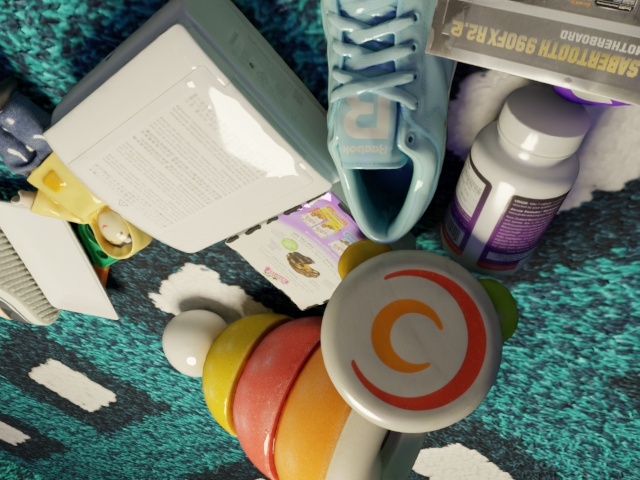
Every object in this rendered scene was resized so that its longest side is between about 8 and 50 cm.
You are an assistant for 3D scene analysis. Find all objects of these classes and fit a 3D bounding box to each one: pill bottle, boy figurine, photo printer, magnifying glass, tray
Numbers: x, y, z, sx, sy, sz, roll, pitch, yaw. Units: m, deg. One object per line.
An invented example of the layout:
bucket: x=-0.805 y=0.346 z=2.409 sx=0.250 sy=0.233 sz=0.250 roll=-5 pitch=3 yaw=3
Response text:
pill bottle: x=0.202 y=-0.059 z=0.619 sx=0.108 sy=0.108 sz=0.193 roll=15 pitch=140 yaw=5
boy figurine: x=-0.354 y=-0.081 z=0.814 sx=0.177 sy=0.092 sz=0.285 roll=-28 pitch=120 yaw=23
photo printer: x=-0.157 y=-0.113 z=0.692 sx=0.308 sy=0.107 sz=0.256 roll=-23 pitch=126 yaw=36
magnifying glass: x=-0.367 y=0.024 z=0.994 sx=0.092 sy=0.026 sz=0.231 roll=25 pitch=137 yaw=-8
tray: x=-0.438 y=0.031 z=0.989 sx=0.145 sy=0.030 sz=0.270 roll=7 pitch=136 yaw=14

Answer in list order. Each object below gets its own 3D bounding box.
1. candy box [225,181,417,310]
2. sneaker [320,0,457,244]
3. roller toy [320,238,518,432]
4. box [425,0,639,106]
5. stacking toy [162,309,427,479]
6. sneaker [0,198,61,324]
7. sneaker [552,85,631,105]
candy box: x=0.000 y=0.000 z=0.790 sx=0.196 sy=0.070 sz=0.165 roll=-23 pitch=125 yaw=37
sneaker: x=0.064 y=-0.144 z=0.546 sx=0.135 sy=0.150 sz=0.365 roll=0 pitch=136 yaw=19
roller toy: x=0.096 y=0.111 z=0.671 sx=0.209 sy=0.191 sz=0.146 roll=23 pitch=174 yaw=6
box: x=0.206 y=-0.197 z=0.408 sx=0.231 sy=0.056 sz=0.183 roll=23 pitch=120 yaw=24
stacking toy: x=-0.071 y=0.223 z=0.948 sx=0.480 sy=0.350 sz=0.350 roll=20 pitch=143 yaw=25
sneaker: x=-0.573 y=0.039 z=1.008 sx=0.128 sy=0.126 sz=0.321 roll=5 pitch=138 yaw=10
sneaker: x=0.331 y=-0.143 z=0.447 sx=0.294 sy=0.146 sz=0.102 roll=-6 pitch=135 yaw=25
